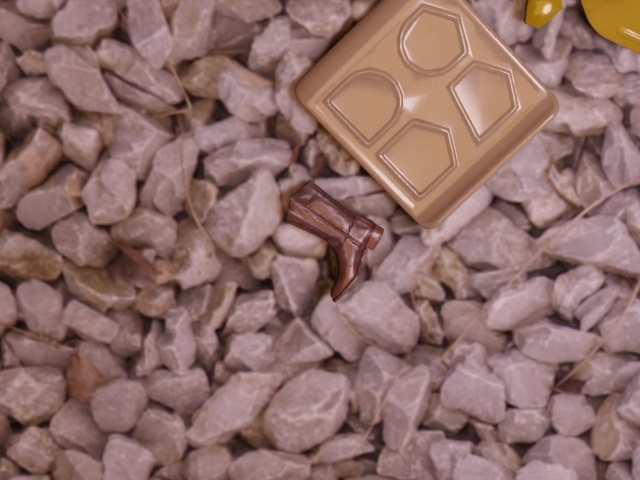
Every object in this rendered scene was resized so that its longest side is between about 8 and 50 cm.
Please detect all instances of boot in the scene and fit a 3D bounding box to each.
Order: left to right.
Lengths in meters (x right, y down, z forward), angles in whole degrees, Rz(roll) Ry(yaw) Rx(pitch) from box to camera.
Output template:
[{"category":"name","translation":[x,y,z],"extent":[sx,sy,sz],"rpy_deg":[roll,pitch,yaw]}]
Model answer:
[{"category":"boot","translation":[0.000,0.000,1.852],"extent":[0.114,0.037,0.106],"rpy_deg":[31,87,-11]}]

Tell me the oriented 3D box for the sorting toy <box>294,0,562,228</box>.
[{"category":"sorting toy","translation":[0.154,-0.193,1.816],"extent":[0.307,0.041,0.229],"rpy_deg":[-43,96,8]}]

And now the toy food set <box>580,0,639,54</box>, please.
[{"category":"toy food set","translation":[0.392,-0.267,1.794],"extent":[0.218,0.071,0.128],"rpy_deg":[26,125,-5]}]
